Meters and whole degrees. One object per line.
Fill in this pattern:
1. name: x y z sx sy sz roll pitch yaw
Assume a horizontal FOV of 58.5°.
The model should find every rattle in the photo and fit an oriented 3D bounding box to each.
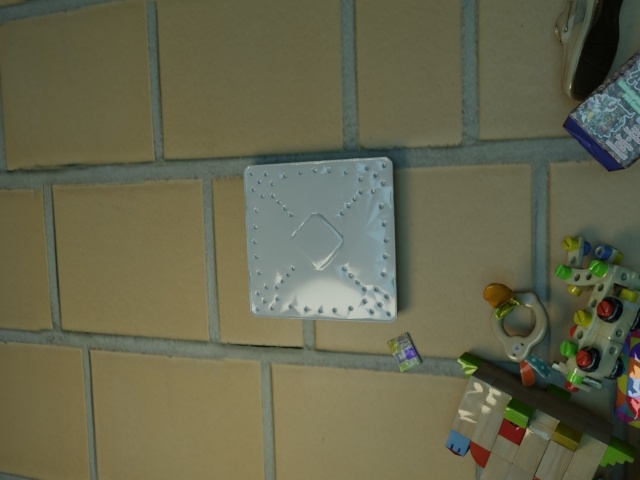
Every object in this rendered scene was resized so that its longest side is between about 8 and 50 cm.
1. rattle: 0.418 0.201 1.212 0.130 0.143 0.200 -3 71 19

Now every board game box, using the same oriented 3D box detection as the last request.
1. board game box: 0.000 0.000 1.423 0.389 0.050 0.391 -1 95 21
2. board game box: 0.621 -0.281 1.067 0.291 0.232 0.141 -45 80 19

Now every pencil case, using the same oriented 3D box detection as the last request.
1. pencil case: 0.664 0.268 1.174 0.104 0.104 0.237 5 98 20

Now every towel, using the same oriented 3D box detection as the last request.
1. towel: 0.203 0.273 1.392 0.060 0.009 0.083 -27 85 20

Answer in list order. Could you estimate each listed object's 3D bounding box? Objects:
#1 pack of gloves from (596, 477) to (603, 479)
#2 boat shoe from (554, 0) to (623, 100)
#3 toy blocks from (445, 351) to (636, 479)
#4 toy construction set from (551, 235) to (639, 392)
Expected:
1. pack of gloves: 0.634 0.623 1.253 0.194 0.046 0.232 15 110 20
2. boat shoe: 0.538 -0.437 1.164 0.098 0.109 0.303 23 107 58
3. toy blocks: 0.435 0.454 1.246 0.381 0.190 0.261 25 112 28
4. toy construction set: 0.543 0.165 1.157 0.151 0.215 0.328 4 99 -12
